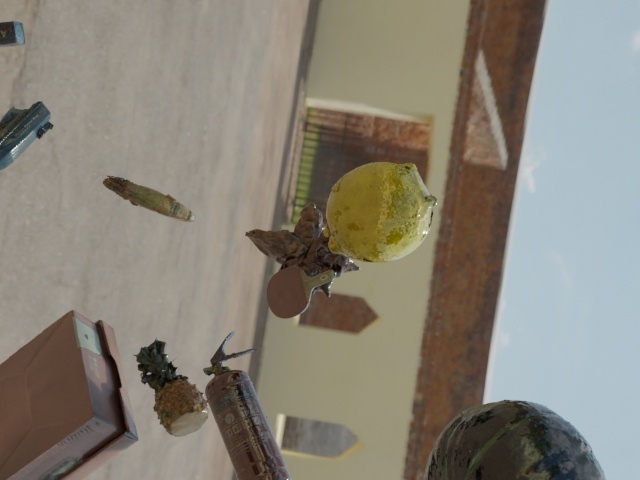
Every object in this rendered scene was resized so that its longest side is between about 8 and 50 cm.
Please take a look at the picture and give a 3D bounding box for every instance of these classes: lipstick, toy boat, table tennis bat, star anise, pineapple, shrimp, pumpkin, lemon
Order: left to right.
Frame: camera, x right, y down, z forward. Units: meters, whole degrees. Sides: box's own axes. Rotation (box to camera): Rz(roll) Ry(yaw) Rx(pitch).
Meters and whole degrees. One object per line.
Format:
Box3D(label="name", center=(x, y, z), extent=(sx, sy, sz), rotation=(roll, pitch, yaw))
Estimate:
Box3D(label="lipstick", center=(-0.808, -0.438, 1.831), extent=(0.051, 0.312, 0.051), rotation=(-74, 159, -79))
Box3D(label="toy boat", center=(-0.452, -0.147, 1.222), extent=(0.055, 0.060, 0.141), rotation=(-34, -160, 49))
Box3D(label="shrimp", center=(-0.462, -0.112, 2.270), extent=(0.145, 0.267, 0.061), rotation=(177, -68, -85))
Box3D(label="pineapple", center=(-0.368, 0.354, 2.049), extent=(0.248, 0.128, 0.128), rotation=(53, -27, 33))
Box3D(label="table tennis bat", center=(-0.035, 0.082, 1.445), extent=(0.013, 0.156, 0.087), rotation=(5, 66, -49))
Box3D(label="star anise", center=(0.008, 0.006, 1.741), extent=(0.148, 0.347, 0.237), rotation=(50, 44, -42))
Box3D(label="lemon", center=(0.097, -0.044, 1.440), extent=(0.173, 0.206, 0.173), rotation=(56, 11, -17))
Box3D(label="pumpkin", center=(0.270, 0.388, 1.216), extent=(0.315, 0.239, 0.315), rotation=(173, -90, -67))

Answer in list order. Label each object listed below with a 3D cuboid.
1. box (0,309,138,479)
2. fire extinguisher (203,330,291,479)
Box3D(label="box", center=(-0.373, 0.234, 1.160), extent=(0.086, 0.215, 0.215), rotation=(46, 12, -46))
Box3D(label="fire extinguisher", center=(-0.153, 0.350, 1.732), extent=(0.102, 0.138, 0.344), rotation=(79, -13, -65))
